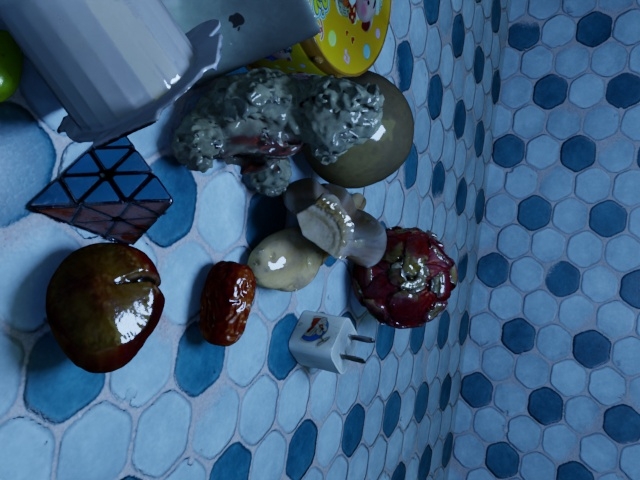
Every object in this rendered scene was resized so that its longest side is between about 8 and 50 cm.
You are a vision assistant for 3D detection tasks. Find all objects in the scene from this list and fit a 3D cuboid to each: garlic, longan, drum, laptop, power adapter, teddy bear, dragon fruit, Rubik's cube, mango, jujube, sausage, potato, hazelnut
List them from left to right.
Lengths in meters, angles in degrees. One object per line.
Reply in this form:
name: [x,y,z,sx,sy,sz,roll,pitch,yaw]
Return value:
mango: [-0.436,-0.236,0.804,0.073,0.056,0.108,55,38,-55]
hazelnut: [-0.339,0.107,0.941,0.178,0.178,0.204,32,41,-58]
Rubik's cube: [-0.343,-0.096,1.008,0.190,0.211,0.178,108,-19,-65]
jujube: [-0.195,0.129,1.235,0.112,0.109,0.176,113,-11,-82]
laptop: [-0.152,-0.402,1.085,0.187,0.269,0.015,60,13,-47]
potato: [-0.074,0.042,1.417,0.235,0.128,0.161,19,79,-54]
teddy bear: [-0.051,-0.219,1.170,0.357,0.367,0.224,17,76,-61]
drum: [-0.024,-0.559,1.289,0.431,0.214,0.431,-20,114,-56]
power adapter: [0.040,0.275,1.589,0.130,0.205,0.125,-64,145,-33]
garlic: [0.037,-0.047,1.414,0.132,0.279,0.325,-46,-172,11]
sausage: [0.050,-0.040,1.682,0.301,0.066,0.066,-55,140,-42]
longan: [0.086,-0.268,1.473,0.297,0.297,0.297,-20,113,-57]
dragon fruit: [0.248,0.110,1.813,0.329,0.329,0.329,-20,113,-57]

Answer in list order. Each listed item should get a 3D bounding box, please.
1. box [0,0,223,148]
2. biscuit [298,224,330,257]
box: [-0.285,-0.299,0.815,0.291,0.262,0.206,-47,133,-18]
biscuit: [-0.001,0.000,1.569,0.140,0.023,0.118,30,57,-21]
